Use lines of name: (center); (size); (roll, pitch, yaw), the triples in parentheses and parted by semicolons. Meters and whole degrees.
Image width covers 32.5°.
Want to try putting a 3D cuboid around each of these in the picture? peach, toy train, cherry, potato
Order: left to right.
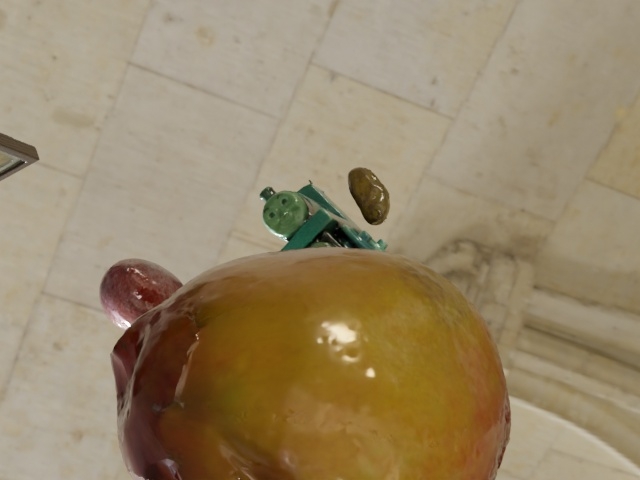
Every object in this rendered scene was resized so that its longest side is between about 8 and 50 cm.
cherry: (-0.203, 0.087, 1.341); (0.225, 0.107, 0.090); (68, 36, -63)
peach: (-0.006, 0.152, 0.995); (0.290, 0.372, 0.373); (-44, -149, 45)
toy train: (0.000, 0.000, 1.571); (0.120, 0.194, 0.298); (-46, 170, 5)
potato: (0.068, -0.062, 1.493); (0.045, 0.046, 0.092); (80, -13, -60)

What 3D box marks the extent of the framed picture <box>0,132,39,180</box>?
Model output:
framed picture: (-0.492, -0.111, 1.532); (0.023, 0.128, 0.168); (67, 13, 15)
